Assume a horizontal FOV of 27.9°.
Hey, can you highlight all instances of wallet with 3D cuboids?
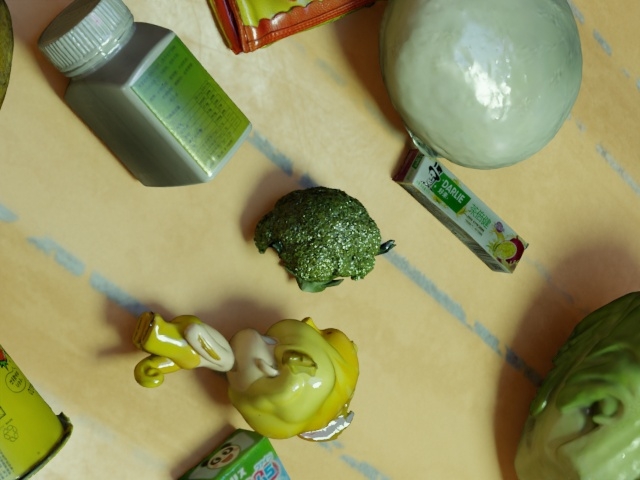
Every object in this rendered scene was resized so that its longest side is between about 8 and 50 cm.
[{"bbox_3d":[-0.014,-0.295,1.384,0.241,0.067,0.141,-29,110,-34],"label":"wallet"}]

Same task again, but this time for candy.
[{"bbox_3d":[0.191,-0.216,1.450,0.295,0.185,0.295,1,89,-55],"label":"candy"},{"bbox_3d":[-0.065,0.306,1.363,0.097,0.062,0.194,-38,112,-30],"label":"candy"}]

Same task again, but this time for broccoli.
[{"bbox_3d":[0.000,0.000,1.379,0.131,0.130,0.120,-35,149,-47],"label":"broccoli"}]

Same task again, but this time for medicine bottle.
[{"bbox_3d":[-0.173,-0.143,1.222,0.188,0.132,0.088,50,63,-27],"label":"medicine bottle"}]

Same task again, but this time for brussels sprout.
[{"bbox_3d":[0.405,0.220,1.586,0.355,0.289,0.281,-34,97,-19],"label":"brussels sprout"}]

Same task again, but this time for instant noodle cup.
[{"bbox_3d":[-0.324,0.148,1.097,0.182,0.182,0.144,-35,103,-32],"label":"instant noodle cup"}]

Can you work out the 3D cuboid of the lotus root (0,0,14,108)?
[{"bbox_3d":[-0.320,-0.163,1.138,0.108,0.095,0.190,63,44,-63],"label":"lotus root"}]

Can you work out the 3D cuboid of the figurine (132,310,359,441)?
[{"bbox_3d":[-0.069,0.128,1.309,0.246,0.156,0.131,18,83,-19],"label":"figurine"}]

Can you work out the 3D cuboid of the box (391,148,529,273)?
[{"bbox_3d":[0.171,-0.033,1.549,0.207,0.041,0.050,39,71,-31],"label":"box"}]
